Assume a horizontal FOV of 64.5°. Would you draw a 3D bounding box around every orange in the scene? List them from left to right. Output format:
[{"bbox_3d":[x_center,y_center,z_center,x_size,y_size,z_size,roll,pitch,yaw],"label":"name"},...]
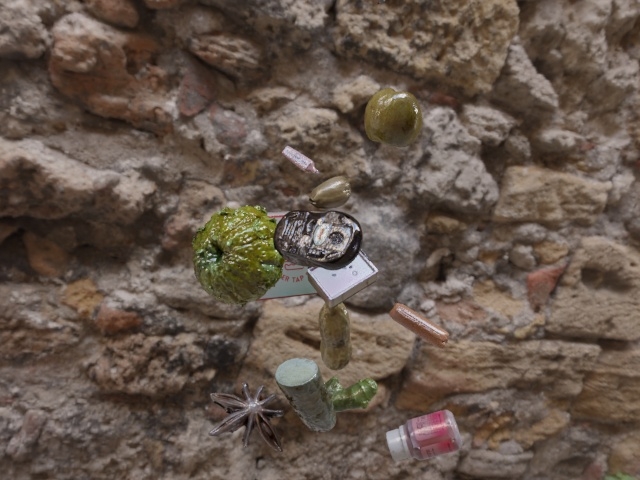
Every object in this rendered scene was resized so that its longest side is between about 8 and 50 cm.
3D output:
[{"bbox_3d":[-0.241,0.044,1.486,0.301,0.300,0.223,-7,-11,28],"label":"orange"}]

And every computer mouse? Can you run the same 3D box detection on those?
[{"bbox_3d":[0.000,0.000,1.192,0.233,0.137,0.096,14,-21,33],"label":"computer mouse"}]

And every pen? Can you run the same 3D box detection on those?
[{"bbox_3d":[-0.075,-0.312,2.012,0.197,0.053,0.032,37,-2,27],"label":"pen"}]

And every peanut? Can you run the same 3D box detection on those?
[{"bbox_3d":[0.053,0.337,1.833,0.120,0.298,0.136,-7,32,-5],"label":"peanut"}]

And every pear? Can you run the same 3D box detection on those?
[{"bbox_3d":[0.284,-0.474,1.943,0.228,0.211,0.188,1,33,-19],"label":"pear"}]

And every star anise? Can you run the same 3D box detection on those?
[{"bbox_3d":[-0.236,0.559,1.626,0.257,0.198,0.110,8,-30,-3],"label":"star anise"}]

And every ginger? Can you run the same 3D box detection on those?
[{"bbox_3d":[0.077,0.583,1.930,0.290,0.089,0.137,-10,33,30],"label":"ginger"}]

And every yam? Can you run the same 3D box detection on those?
[{"bbox_3d":[-0.029,0.480,1.546,0.133,0.330,0.133,-13,39,11],"label":"yam"}]

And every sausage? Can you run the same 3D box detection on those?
[{"bbox_3d":[0.440,0.378,2.268,0.289,0.086,0.086,31,17,25],"label":"sausage"}]

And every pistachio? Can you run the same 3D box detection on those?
[{"bbox_3d":[0.038,-0.172,1.839,0.126,0.108,0.185,29,41,34],"label":"pistachio"}]

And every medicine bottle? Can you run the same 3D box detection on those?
[{"bbox_3d":[0.365,0.697,1.795,0.247,0.147,0.147,-19,9,10],"label":"medicine bottle"}]

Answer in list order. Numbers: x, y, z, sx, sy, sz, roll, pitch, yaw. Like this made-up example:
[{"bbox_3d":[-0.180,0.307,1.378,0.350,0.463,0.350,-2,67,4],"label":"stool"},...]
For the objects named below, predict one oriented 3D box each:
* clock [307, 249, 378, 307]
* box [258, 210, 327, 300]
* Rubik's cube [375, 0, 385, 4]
[{"bbox_3d":[0.071,0.112,1.640,0.192,0.071,0.147,-30,60,-19],"label":"clock"},{"bbox_3d":[-0.139,0.043,1.969,0.314,0.312,0.300,-4,6,-18],"label":"box"},{"bbox_3d":[0.036,-0.716,1.205,0.229,0.233,0.228,-16,65,-18],"label":"Rubik's cube"}]
